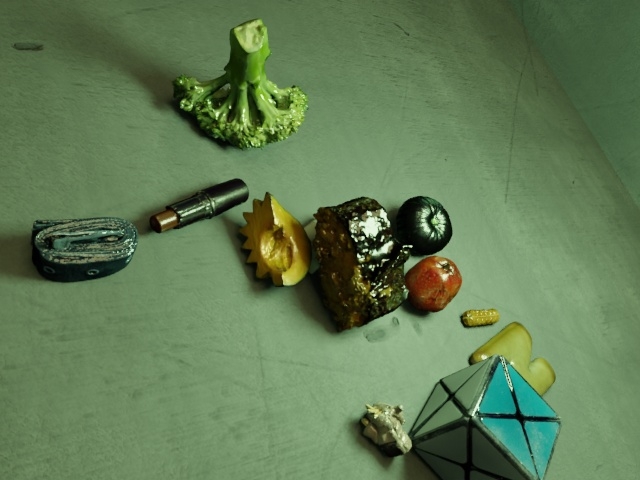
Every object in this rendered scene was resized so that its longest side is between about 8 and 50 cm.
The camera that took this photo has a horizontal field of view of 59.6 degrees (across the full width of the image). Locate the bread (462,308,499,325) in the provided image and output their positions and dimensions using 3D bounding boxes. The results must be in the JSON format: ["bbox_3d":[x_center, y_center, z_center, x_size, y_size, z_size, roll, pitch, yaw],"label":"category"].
[{"bbox_3d":[0.523,0.249,1.815,0.157,0.044,0.052,1,55,-34],"label":"bread"}]

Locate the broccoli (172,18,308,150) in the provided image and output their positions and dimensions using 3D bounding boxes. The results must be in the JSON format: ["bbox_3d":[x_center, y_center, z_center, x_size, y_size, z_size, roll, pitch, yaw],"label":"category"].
[{"bbox_3d":[-0.173,-0.426,1.579,0.353,0.397,0.274,-6,65,-45],"label":"broccoli"}]

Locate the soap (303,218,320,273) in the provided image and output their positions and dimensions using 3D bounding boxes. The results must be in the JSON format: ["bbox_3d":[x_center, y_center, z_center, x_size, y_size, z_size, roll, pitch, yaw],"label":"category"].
[{"bbox_3d":[0.000,0.000,1.623,0.121,0.064,0.183,49,47,3],"label":"soap"}]

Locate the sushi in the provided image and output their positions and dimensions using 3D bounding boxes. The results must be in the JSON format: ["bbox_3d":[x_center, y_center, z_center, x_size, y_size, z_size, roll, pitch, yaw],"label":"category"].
[{"bbox_3d":[0.111,0.059,1.491,0.208,0.234,0.348,-24,105,-37],"label":"sushi"}]

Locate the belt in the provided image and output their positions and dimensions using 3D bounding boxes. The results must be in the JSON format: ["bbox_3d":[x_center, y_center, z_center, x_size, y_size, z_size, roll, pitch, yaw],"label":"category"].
[{"bbox_3d":[-0.512,0.011,1.228,0.218,0.128,0.122,-6,65,-35],"label":"belt"}]

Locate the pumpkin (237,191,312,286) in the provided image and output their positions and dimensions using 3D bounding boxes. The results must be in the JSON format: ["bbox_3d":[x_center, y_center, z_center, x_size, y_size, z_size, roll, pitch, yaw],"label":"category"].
[{"bbox_3d":[-0.120,0.010,1.514,0.149,0.131,0.253,2,72,-52],"label":"pumpkin"}]

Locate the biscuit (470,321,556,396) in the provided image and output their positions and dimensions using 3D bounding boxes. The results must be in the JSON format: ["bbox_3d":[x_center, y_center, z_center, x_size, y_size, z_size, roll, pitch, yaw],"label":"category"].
[{"bbox_3d":[0.617,0.401,1.764,0.291,0.062,0.236,-20,73,-39],"label":"biscuit"}]

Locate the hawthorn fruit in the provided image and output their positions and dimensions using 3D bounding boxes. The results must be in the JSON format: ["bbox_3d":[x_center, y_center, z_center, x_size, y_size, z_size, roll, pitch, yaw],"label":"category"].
[{"bbox_3d":[0.342,0.133,1.688,0.173,0.179,0.173,45,29,-32],"label":"hawthorn fruit"}]

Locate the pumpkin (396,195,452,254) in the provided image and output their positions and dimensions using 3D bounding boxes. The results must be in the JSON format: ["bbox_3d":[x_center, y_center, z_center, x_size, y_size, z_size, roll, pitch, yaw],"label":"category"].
[{"bbox_3d":[0.336,-0.047,1.828,0.202,0.140,0.201,8,73,-29],"label":"pumpkin"}]

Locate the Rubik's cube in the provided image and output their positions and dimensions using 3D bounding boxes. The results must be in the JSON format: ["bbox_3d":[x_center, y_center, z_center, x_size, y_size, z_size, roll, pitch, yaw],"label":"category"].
[{"bbox_3d":[0.424,0.492,1.439,0.259,0.255,0.260,44,46,0],"label":"Rubik's cube"}]

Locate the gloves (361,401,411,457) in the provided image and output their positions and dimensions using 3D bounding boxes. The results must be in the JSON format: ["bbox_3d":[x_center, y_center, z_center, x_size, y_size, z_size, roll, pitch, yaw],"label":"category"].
[{"bbox_3d":[0.170,0.467,1.398,0.094,0.110,0.144,-25,105,-49],"label":"gloves"}]

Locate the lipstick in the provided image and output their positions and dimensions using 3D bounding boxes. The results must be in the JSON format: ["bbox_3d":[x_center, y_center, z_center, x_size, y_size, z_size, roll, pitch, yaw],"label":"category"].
[{"bbox_3d":[-0.313,-0.089,1.464,0.300,0.081,0.081,-31,80,-44],"label":"lipstick"}]
